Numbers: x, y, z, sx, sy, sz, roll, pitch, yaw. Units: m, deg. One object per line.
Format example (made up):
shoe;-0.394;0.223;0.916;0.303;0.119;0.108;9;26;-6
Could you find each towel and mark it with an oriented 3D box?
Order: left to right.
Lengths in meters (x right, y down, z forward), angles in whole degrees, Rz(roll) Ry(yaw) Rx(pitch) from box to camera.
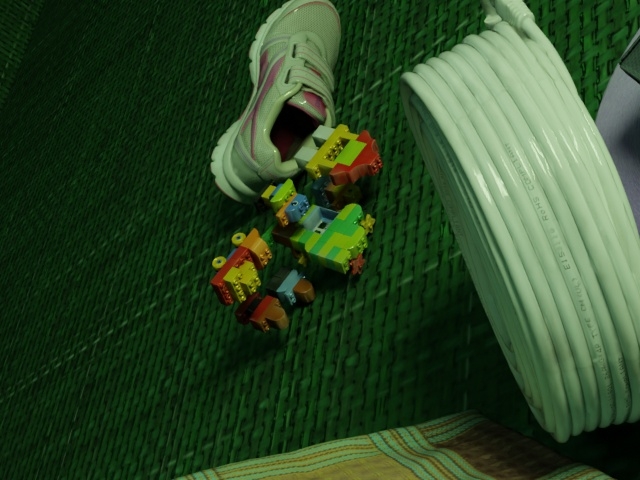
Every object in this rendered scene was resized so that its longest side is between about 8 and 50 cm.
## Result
towel;-0.017;0.171;0.700;0.271;0.370;0.040;-165;66;-69

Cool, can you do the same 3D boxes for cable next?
cable;0.131;-0.004;0.734;0.089;0.257;0.257;-21;38;3

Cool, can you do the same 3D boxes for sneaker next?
sneaker;-0.024;-0.158;1.312;0.111;0.103;0.252;-2;66;52

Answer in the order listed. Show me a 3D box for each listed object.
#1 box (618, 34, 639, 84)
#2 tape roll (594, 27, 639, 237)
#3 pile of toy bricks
box;0.283;-0.114;0.622;0.183;0.059;0.233;-52;28;12
tape roll;0.299;-0.083;0.723;0.275;0.090;0.275;-38;34;32
pile of toy bricks;0.000;0.000;1.122;0.105;0.118;0.212;18;58;33
